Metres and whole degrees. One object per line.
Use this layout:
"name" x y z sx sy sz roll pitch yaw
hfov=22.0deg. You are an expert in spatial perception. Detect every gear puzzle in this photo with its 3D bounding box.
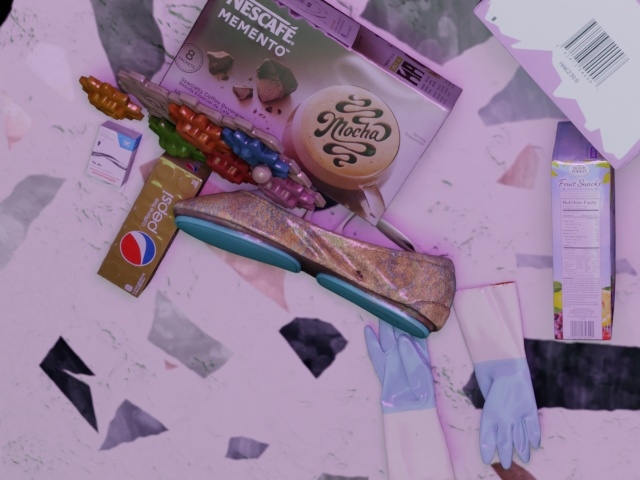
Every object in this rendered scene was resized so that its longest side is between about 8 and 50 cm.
"gear puzzle" -0.159 -0.121 1.875 0.339 0.175 0.044 25 76 31

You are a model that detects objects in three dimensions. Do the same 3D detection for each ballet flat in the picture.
"ballet flat" 0.000 0.000 1.943 0.348 0.123 0.123 24 112 1

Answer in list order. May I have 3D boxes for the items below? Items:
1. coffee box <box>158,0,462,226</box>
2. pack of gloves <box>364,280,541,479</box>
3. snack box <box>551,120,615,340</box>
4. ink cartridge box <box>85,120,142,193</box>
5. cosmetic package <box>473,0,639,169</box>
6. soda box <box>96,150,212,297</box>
"coffee box" -0.011 -0.175 1.875 0.297 0.119 0.168 33 111 -1
"pack of gloves" 0.163 0.174 2.007 0.195 0.046 0.232 -9 96 14
"snack box" 0.295 -0.014 1.834 0.070 0.174 0.207 -1 109 11
"ink cartridge box" -0.254 -0.098 2.001 0.048 0.028 0.083 22 112 4
"cosmetic package" 0.293 -0.223 1.737 0.138 0.225 0.224 -41 97 18
"soda box" -0.201 -0.024 1.999 0.061 0.058 0.181 31 111 0
